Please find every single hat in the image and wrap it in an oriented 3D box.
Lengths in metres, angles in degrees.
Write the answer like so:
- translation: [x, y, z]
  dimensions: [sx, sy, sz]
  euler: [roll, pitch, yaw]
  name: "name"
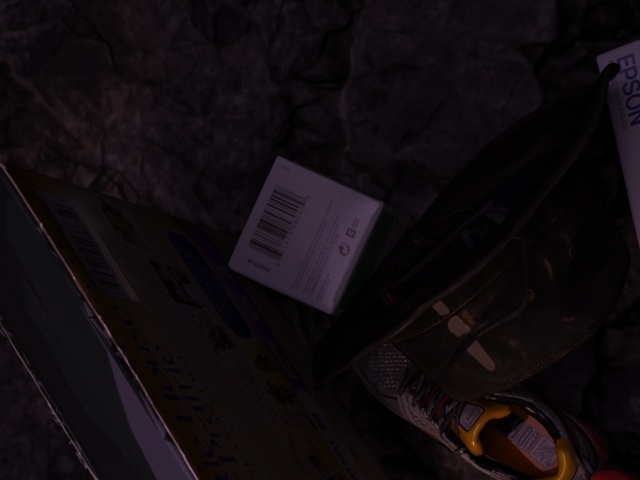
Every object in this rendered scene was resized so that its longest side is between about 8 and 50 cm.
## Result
- translation: [0.143, 0.024, 1.383]
  dimensions: [0.134, 0.331, 0.331]
  euler: [44, 98, -4]
  name: "hat"

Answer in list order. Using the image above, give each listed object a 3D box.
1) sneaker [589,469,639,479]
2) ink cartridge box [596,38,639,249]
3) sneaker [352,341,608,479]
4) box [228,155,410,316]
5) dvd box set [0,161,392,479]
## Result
- translation: [0.144, 0.271, 1.410]
  dimensions: [0.279, 0.118, 0.107]
  euler: [-42, 33, 3]
  name: "sneaker"
- translation: [0.332, -0.079, 1.393]
  dimensions: [0.224, 0.045, 0.223]
  euler: [-20, 59, 21]
  name: "ink cartridge box"
- translation: [0.119, 0.125, 1.461]
  dimensions: [0.225, 0.092, 0.088]
  euler: [28, 94, 20]
  name: "sneaker"
- translation: [0.000, 0.000, 1.517]
  dimensions: [0.102, 0.087, 0.101]
  euler: [25, 92, 19]
  name: "box"
- translation: [-0.082, 0.107, 1.357]
  dimensions: [0.062, 0.420, 0.308]
  euler: [-37, 75, 11]
  name: "dvd box set"
